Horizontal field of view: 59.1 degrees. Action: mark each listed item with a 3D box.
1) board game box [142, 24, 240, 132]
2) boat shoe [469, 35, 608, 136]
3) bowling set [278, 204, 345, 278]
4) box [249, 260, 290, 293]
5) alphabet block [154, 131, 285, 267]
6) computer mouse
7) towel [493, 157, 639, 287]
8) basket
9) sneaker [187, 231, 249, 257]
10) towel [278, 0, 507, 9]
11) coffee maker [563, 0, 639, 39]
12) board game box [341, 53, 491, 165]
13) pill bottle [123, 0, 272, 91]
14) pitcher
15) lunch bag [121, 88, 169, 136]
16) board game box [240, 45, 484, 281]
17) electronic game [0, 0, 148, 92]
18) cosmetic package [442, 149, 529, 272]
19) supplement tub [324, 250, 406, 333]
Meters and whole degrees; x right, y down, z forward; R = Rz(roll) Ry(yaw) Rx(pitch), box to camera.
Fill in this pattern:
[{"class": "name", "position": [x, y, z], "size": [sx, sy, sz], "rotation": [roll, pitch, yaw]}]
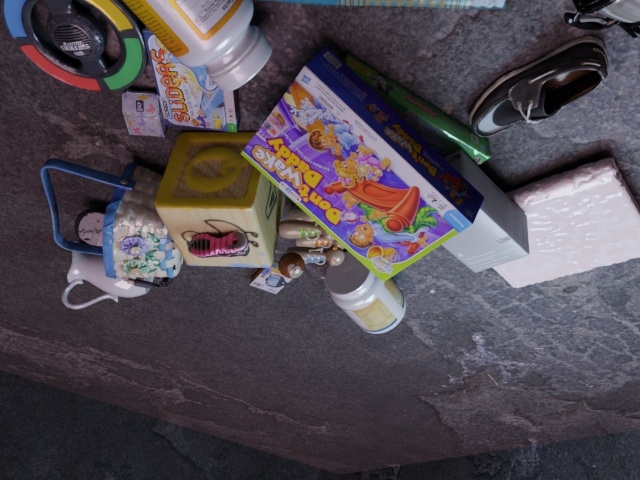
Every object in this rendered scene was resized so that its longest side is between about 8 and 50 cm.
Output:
[{"class": "board game box", "position": [-0.212, -0.274, 0.961], "size": [0.136, 0.035, 0.201], "rotation": [6, 145, 2]}, {"class": "boat shoe", "position": [0.334, -0.225, 0.890], "size": [0.084, 0.079, 0.233], "rotation": [29, 142, -31]}, {"class": "bowling set", "position": [0.000, 0.000, 1.188], "size": [0.154, 0.200, 0.287], "rotation": [0, 149, 9]}, {"class": "box", "position": [-0.132, 0.101, 1.502], "size": [0.081, 0.028, 0.136], "rotation": [21, 142, -19]}, {"class": "alphabet block", "position": [-0.185, -0.078, 1.105], "size": [0.192, 0.194, 0.197], "rotation": [0, 145, 8]}, {"class": "computer mouse", "position": [-0.464, 0.019, 1.374], "size": [0.261, 0.060, 0.184], "rotation": [13, 111, -18]}, {"class": "towel", "position": [0.487, -0.022, 1.177], "size": [0.331, 0.054, 0.317], "rotation": [-21, 137, 36]}, {"class": "basket", "position": [-0.425, -0.045, 1.186], "size": [0.288, 0.201, 0.255], "rotation": [14, 140, -2]}, {"class": "sneaker", "position": [-0.184, 0.016, 1.038], "size": [0.119, 0.047, 0.057], "rotation": [-2, 156, 15]}, {"class": "towel", "position": [0.075, -0.415, 0.700], "size": [0.369, 0.040, 0.272], "rotation": [3, 147, 3]}, {"class": "coffee maker", "position": [0.380, -0.332, 0.679], "size": [0.178, 0.172, 0.120], "rotation": [6, 175, -37]}, {"class": "board game box", "position": [0.118, -0.178, 1.028], "size": [0.317, 0.046, 0.213], "rotation": [25, 141, -23]}, {"class": "pill bottle", "position": [-0.179, -0.329, 0.769], "size": [0.136, 0.137, 0.246], "rotation": [-17, 134, 32]}, {"class": "pitcher", "position": [-0.547, 0.101, 1.453], "size": [0.206, 0.178, 0.125], "rotation": [11, 166, -3]}, {"class": "lunch bag", "position": [-0.320, -0.234, 1.029], "size": [0.071, 0.053, 0.083], "rotation": [5, 137, 1]}, {"class": "board game box", "position": [0.062, -0.110, 0.944], "size": [0.347, 0.078, 0.233], "rotation": [42, 138, -7]}, {"class": "electronic game", "position": [-0.391, -0.330, 0.905], "size": [0.229, 0.048, 0.229], "rotation": [5, 146, 3]}, {"class": "cosmetic package", "position": [0.275, -0.049, 1.053], "size": [0.237, 0.107, 0.127], "rotation": [31, 142, -32]}, {"class": "supplement tub", "position": [0.111, 0.127, 1.387], "size": [0.144, 0.145, 0.200], "rotation": [-13, 140, 27]}]
